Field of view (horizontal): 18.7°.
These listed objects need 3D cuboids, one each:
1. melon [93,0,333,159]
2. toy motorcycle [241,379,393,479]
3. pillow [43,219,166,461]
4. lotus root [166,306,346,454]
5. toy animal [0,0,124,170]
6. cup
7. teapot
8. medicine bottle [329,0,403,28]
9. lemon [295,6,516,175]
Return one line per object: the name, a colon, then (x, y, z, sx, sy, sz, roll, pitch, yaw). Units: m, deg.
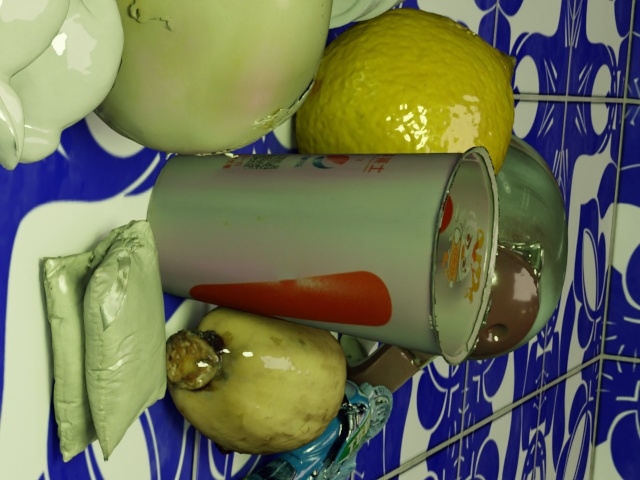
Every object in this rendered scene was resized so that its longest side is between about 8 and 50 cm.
melon: (-0.098, -0.215, 1.520, 0.223, 0.223, 0.316, -41, 137, -63)
toy motorcycle: (-0.011, 0.229, 2.053, 0.254, 0.092, 0.135, -46, 146, -24)
pillow: (-0.172, 0.084, 1.621, 0.134, 0.078, 0.181, -44, 137, -62)
lotus root: (-0.061, 0.136, 1.869, 0.154, 0.140, 0.257, -47, 154, 15)
toy animal: (-0.224, -0.132, 1.340, 0.193, 0.128, 0.178, -13, 110, -72)
cup: (0.000, 0.000, 1.762, 0.203, 0.288, 0.203, 7, 90, -71)
teapot: (0.140, 0.046, 2.224, 0.233, 0.315, 0.312, 45, 17, -14)
medicine bottle: (0.041, -0.300, 2.005, 0.252, 0.145, 0.144, -46, 138, -63)
lemon: (0.086, -0.124, 2.058, 0.253, 0.228, 0.228, -48, 141, -41)
